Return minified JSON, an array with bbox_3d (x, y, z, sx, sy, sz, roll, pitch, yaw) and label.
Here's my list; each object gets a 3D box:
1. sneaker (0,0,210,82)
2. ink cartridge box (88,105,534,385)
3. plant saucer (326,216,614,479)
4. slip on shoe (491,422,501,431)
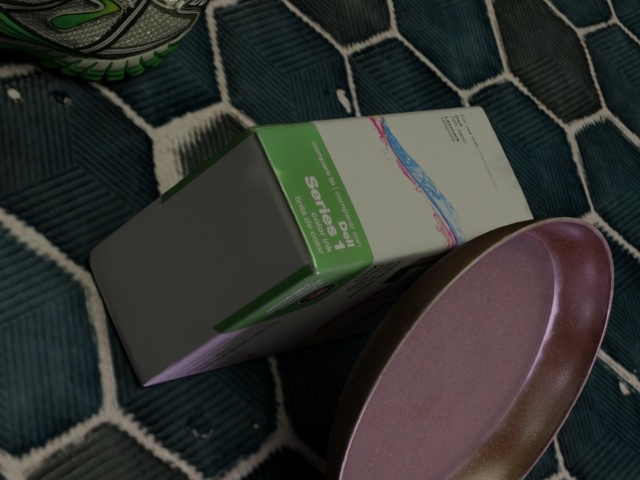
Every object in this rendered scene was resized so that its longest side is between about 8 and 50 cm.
[{"bbox_3d":[-0.192,-0.203,1.223,0.343,0.146,0.134,-15,74,-51],"label":"sneaker"},{"bbox_3d":[0.000,0.000,1.230,0.278,0.201,0.117,-10,71,-50],"label":"ink cartridge box"},{"bbox_3d":[0.108,0.110,1.235,0.050,0.311,0.310,33,26,33],"label":"plant saucer"},{"bbox_3d":[0.095,0.157,1.350,0.135,0.051,0.041,3,21,-36],"label":"slip on shoe"}]
